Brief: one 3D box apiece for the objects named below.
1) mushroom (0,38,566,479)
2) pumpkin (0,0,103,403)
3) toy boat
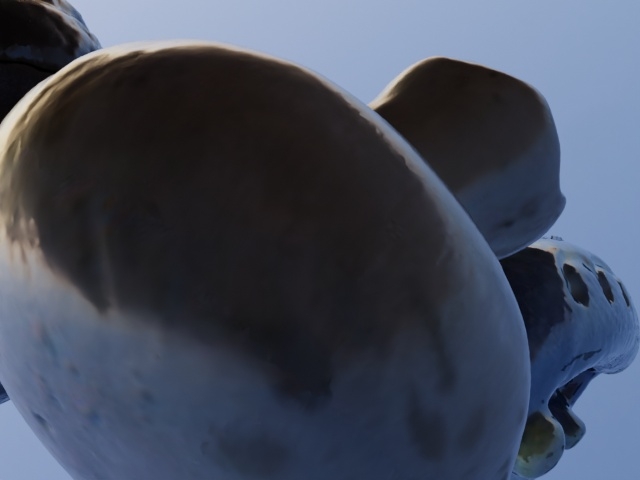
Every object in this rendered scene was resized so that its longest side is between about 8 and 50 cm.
[{"bbox_3d":[-0.007,0.010,0.648,0.243,0.243,0.243,-13,-146,9],"label":"mushroom"},{"bbox_3d":[-0.299,-0.045,1.232,0.266,0.363,0.363,-2,-160,-38],"label":"pumpkin"},{"bbox_3d":[0.143,0.113,1.137,0.123,0.330,0.215,41,-86,23],"label":"toy boat"}]
